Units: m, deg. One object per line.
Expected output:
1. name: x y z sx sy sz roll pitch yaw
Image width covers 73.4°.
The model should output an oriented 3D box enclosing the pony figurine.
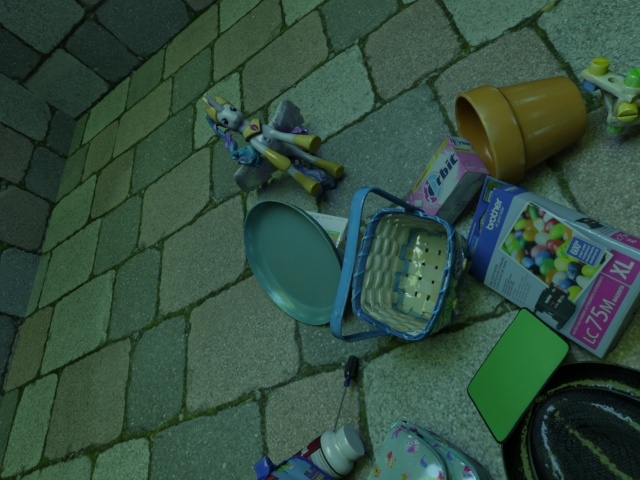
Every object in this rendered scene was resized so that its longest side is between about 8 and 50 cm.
1. pony figurine: -0.121 -0.255 1.173 0.363 0.351 0.303 33 91 24

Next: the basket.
1. basket: 0.141 0.050 0.781 0.201 0.288 0.255 14 95 49

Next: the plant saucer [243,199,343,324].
1. plant saucer: -0.059 0.049 0.999 0.317 0.318 0.043 13 33 41

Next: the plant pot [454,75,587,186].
1. plant pot: 0.393 -0.225 0.843 0.187 0.205 0.205 -21 54 8

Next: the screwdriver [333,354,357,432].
1. screwdriver: 0.048 0.310 0.875 0.024 0.025 0.170 20 50 3

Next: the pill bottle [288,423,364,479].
1. pill bottle: 0.008 0.428 0.835 0.152 0.086 0.086 -41 49 11

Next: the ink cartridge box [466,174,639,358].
1. ink cartridge box: 0.372 0.029 0.730 0.311 0.065 0.186 41 135 45

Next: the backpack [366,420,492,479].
1. backpack: 0.173 0.401 0.690 0.188 0.144 0.166 17 72 38

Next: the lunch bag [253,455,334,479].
1. lunch bag: -0.004 0.464 0.669 0.138 0.221 0.293 -46 70 6

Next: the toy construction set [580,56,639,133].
1. toy construction set: 0.582 -0.178 0.691 0.214 0.151 0.328 -8 67 6

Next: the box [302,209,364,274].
1. box: 0.000 0.000 1.056 0.203 0.114 0.103 14 75 39

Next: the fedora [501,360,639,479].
1. fedora: 0.396 0.312 0.562 0.333 0.152 0.335 -18 57 29

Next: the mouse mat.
1. mouse mat: 0.311 0.211 0.694 0.190 0.007 0.153 -60 8 12

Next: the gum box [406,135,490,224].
1. gum box: 0.258 -0.108 0.899 0.189 0.062 0.107 115 149 -45
